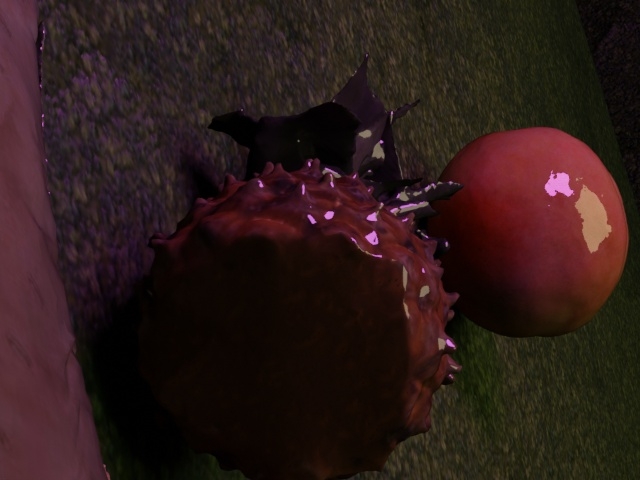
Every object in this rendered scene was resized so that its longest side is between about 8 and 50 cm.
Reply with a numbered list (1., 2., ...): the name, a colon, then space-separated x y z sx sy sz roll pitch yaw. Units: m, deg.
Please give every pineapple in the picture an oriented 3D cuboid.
1. pineapple: -0.003 -0.002 0.832 0.364 0.165 0.166 -75 148 -70

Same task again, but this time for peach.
1. peach: 0.173 -0.011 1.293 0.184 0.184 0.184 -13 90 -72

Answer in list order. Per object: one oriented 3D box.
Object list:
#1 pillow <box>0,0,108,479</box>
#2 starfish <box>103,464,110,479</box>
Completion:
1. pillow: -0.116 0.014 0.326 0.185 0.075 0.302 26 39 -45
2. starfish: -0.064 0.212 0.638 0.236 0.062 0.277 26 49 -74
